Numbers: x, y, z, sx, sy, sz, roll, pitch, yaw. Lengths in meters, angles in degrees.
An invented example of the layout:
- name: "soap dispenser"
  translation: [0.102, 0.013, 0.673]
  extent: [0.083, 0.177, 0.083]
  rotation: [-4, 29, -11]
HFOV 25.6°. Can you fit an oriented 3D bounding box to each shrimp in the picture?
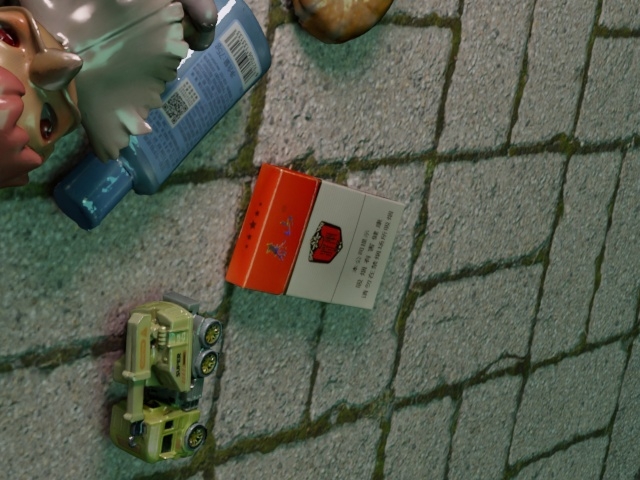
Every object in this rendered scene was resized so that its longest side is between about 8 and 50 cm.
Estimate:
- name: "shrimp"
  translation: [0.042, -0.344, 1.459]
  extent: [0.152, 0.063, 0.287]
  rotation: [9, 101, -41]

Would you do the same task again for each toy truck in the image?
- name: "toy truck"
  translation: [-0.164, 0.139, 1.406]
  extent: [0.100, 0.077, 0.169]
  rotation: [-10, 115, -52]

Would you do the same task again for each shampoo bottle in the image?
- name: "shampoo bottle"
  translation: [-0.149, -0.117, 1.317]
  extent: [0.258, 0.061, 0.104]
  rotation: [-50, 140, -24]

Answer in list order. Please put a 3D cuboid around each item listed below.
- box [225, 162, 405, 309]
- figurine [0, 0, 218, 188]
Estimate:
- name: "box"
  translation: [0.000, 0.000, 1.581]
  extent: [0.245, 0.035, 0.139]
  rotation: [15, 95, -54]
- name: "figurine"
  translation: [-0.242, -0.128, 1.112]
  extent: [0.387, 0.166, 0.207]
  rotation: [-38, 116, -39]
